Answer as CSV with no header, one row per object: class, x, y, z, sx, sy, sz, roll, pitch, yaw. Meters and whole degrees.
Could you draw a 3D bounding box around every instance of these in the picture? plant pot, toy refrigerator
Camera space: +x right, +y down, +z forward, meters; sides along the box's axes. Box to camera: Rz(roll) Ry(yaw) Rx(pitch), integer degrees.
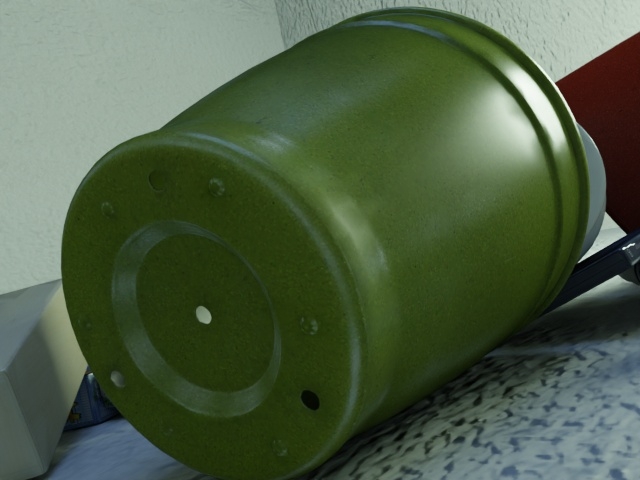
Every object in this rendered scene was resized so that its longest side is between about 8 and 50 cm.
plant pot,0.504,-0.149,0.958,0.267,0.235,0.267,-6,-16,-40
plant pot,0.000,0.000,0.568,0.367,0.366,0.353,-12,10,33
toy refrigerator,-0.307,0.131,0.687,0.094,0.102,0.269,-15,16,-7

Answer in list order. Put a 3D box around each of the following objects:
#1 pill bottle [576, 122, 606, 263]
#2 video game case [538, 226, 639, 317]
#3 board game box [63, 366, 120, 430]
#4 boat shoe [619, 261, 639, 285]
pill bottle,0.239,-0.042,0.866,0.204,0.204,0.361,-12,-8,12
video game case,0.313,0.036,0.807,0.274,0.026,0.196,-17,-18,-49
board game box,-0.234,0.176,0.838,0.194,0.060,0.194,-12,0,27
boat shoe,0.524,0.004,0.933,0.258,0.095,0.084,-10,3,-13
